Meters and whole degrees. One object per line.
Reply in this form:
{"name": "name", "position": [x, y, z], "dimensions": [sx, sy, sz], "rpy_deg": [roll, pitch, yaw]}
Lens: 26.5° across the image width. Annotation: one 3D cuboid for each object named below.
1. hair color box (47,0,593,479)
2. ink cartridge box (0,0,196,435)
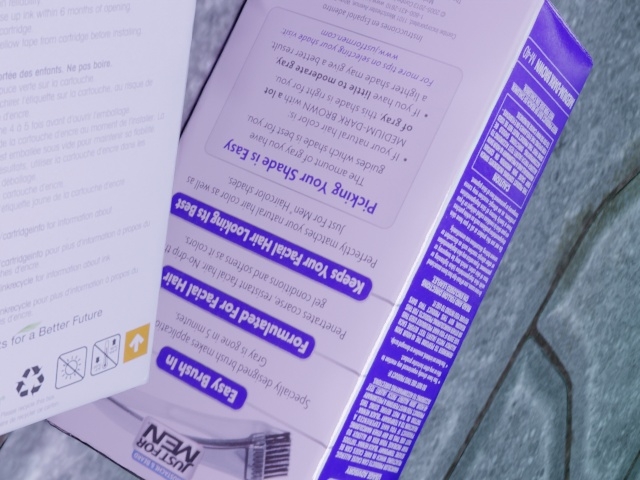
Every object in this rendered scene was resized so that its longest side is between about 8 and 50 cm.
{"name": "hair color box", "position": [0.000, 0.000, 0.805], "dimensions": [0.338, 0.185, 0.110], "rpy_deg": [-63, 149, -3]}
{"name": "ink cartridge box", "position": [-0.178, -0.046, 0.536], "dimensions": [0.304, 0.072, 0.307], "rpy_deg": [-16, 121, -47]}
